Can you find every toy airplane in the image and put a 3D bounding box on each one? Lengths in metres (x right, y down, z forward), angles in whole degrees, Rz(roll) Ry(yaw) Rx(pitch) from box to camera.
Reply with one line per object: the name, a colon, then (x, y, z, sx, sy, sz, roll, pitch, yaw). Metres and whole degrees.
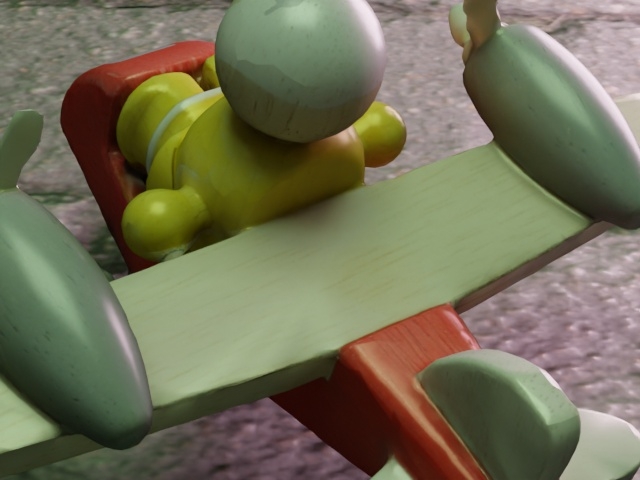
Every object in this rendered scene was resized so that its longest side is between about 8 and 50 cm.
toy airplane: (0.000, 0.000, 0.851, 0.384, 0.273, 0.386, 6, 32, 9)
